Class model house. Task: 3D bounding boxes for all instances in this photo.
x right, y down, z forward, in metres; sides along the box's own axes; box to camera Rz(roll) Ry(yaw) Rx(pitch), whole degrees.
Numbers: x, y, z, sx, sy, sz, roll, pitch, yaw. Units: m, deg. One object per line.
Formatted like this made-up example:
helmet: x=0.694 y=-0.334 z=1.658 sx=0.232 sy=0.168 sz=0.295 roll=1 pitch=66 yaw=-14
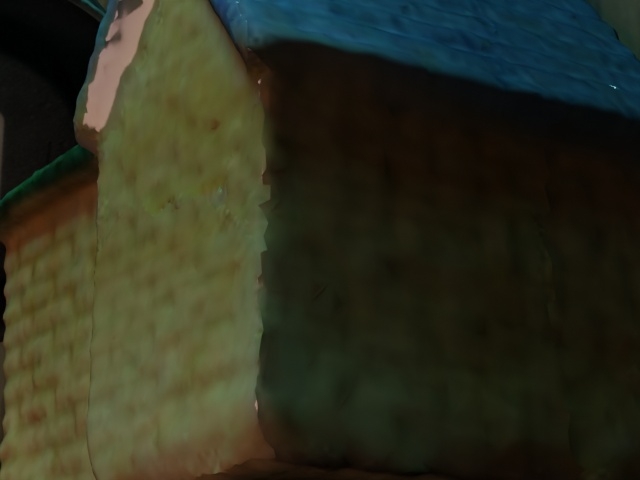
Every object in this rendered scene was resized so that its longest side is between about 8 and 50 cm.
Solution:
model house: x=0.000 y=0.000 z=1.041 sx=0.382 sy=0.335 sz=0.342 roll=-25 pitch=63 yaw=52

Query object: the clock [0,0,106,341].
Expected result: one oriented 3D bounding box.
clock: x=-0.304 y=-0.057 z=1.311 sx=0.386 sy=0.386 sz=0.076 roll=-61 pitch=42 yaw=30
